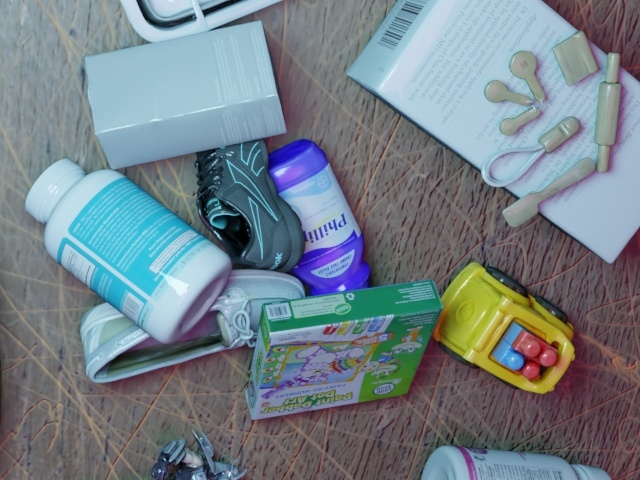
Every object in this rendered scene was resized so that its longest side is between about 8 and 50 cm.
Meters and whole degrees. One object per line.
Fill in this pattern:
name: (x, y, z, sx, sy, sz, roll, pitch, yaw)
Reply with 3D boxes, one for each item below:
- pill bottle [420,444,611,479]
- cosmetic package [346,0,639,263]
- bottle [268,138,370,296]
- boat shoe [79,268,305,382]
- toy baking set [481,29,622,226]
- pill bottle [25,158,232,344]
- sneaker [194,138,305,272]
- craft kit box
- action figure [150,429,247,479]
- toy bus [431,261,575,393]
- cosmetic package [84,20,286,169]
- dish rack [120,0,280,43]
pill bottle: (0.314, 0.416, 1.736, 0.283, 0.160, 0.160, 9, 104, -17)
cosmetic package: (0.290, -0.190, 1.542, 0.453, 0.161, 0.230, 34, 96, -21)
bottle: (0.000, 0.000, 1.559, 0.118, 0.092, 0.283, -26, 112, -2)
boat shoe: (-0.173, 0.124, 1.527, 0.320, 0.103, 0.118, -10, 136, -10)
toy baking set: (0.308, -0.150, 1.460, 0.197, 0.030, 0.256, -6, 108, -10)
pill bottle: (-0.256, 0.005, 1.428, 0.264, 0.146, 0.146, 37, 95, 9)
sneaker: (-0.116, -0.077, 1.436, 0.106, 0.267, 0.101, -10, 154, -47)
craft kit box: (0.027, 0.159, 1.562, 0.250, 0.061, 0.246, -8, 148, -15)
action figure: (-0.241, 0.389, 1.614, 0.285, 0.099, 0.185, -18, 105, -13)
toy bus: (0.302, 0.155, 1.627, 0.220, 0.211, 0.149, 30, 96, -23)
cosmetic package: (-0.173, -0.186, 1.404, 0.238, 0.127, 0.107, -12, 154, 2)
dish rack: (-0.130, -0.433, 1.403, 0.333, 0.072, 0.285, -23, 110, -7)
